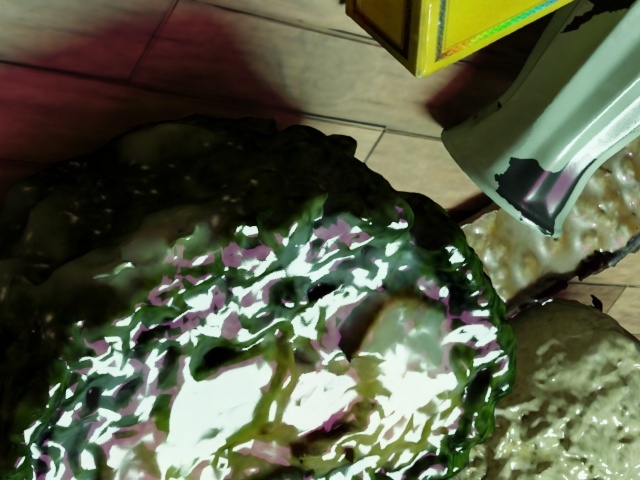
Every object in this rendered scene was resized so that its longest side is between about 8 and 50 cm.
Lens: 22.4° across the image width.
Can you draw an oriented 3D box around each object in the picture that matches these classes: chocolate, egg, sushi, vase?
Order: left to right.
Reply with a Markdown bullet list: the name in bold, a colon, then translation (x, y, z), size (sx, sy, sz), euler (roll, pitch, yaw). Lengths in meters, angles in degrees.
- **sushi**: translation (-0.072, 0.077, 0.976), size (0.352, 0.178, 0.294), euler (-31, 129, -14)
- **egg**: translation (0.191, 0.185, 1.373), size (0.279, 0.279, 0.310), euler (-38, 136, -9)
- **chocolate**: translation (0.212, -0.024, 1.326), size (0.329, 0.065, 0.102), euler (-28, 110, -26)
- **vase**: translation (0.242, -0.169, 1.116), size (0.360, 0.165, 0.165), euler (-48, 149, 16)

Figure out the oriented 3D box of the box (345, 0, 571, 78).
- **box**: translation (0.116, -0.258, 0.922), size (0.193, 0.084, 0.301), euler (-30, 146, -24)
